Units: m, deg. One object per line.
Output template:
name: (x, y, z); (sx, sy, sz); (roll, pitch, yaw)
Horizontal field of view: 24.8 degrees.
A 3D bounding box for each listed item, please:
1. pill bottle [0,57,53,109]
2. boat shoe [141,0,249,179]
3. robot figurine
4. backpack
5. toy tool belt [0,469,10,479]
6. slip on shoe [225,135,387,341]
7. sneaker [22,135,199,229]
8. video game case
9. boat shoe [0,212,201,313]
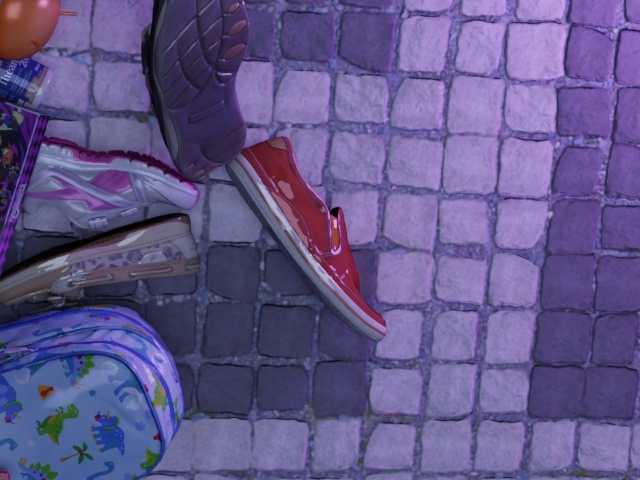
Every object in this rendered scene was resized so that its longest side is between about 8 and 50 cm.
pill bottle: (-0.413, -0.218, 1.890); (0.120, 0.067, 0.067); (26, 93, -15)
boat shoe: (-0.176, -0.228, 1.829); (0.132, 0.130, 0.355); (-26, 147, -24)
robot figurine: (-0.422, -0.304, 1.825); (0.219, 0.158, 0.128); (25, 94, 5)
backpack: (-0.353, 0.229, 1.902); (0.355, 0.273, 0.290); (-20, 100, -19)
toy tool belt: (-0.421, 0.286, 1.787); (0.083, 0.051, 0.052); (3, 91, -7)
slip on shoe: (0.000, 0.000, 1.997); (0.101, 0.123, 0.331); (-36, 100, -8)
sneaker: (-0.288, -0.065, 1.933); (0.252, 0.103, 0.111); (11, 98, -6)
video game case: (-0.479, -0.085, 1.871); (0.210, 0.042, 0.232); (20, 96, 10)
boat shoe: (-0.300, 0.043, 1.940); (0.285, 0.104, 0.089); (-18, 100, -10)
